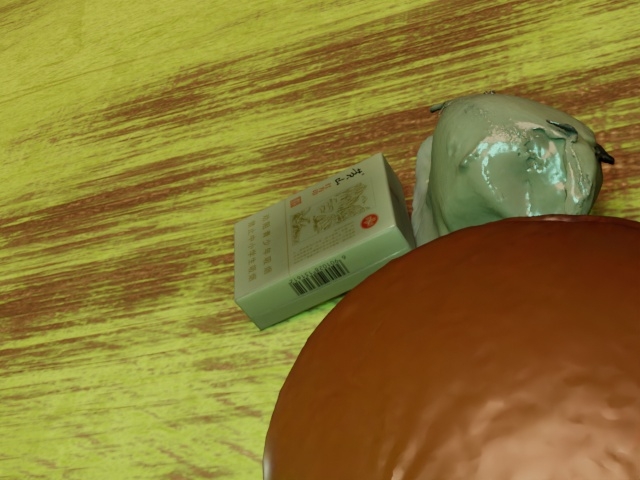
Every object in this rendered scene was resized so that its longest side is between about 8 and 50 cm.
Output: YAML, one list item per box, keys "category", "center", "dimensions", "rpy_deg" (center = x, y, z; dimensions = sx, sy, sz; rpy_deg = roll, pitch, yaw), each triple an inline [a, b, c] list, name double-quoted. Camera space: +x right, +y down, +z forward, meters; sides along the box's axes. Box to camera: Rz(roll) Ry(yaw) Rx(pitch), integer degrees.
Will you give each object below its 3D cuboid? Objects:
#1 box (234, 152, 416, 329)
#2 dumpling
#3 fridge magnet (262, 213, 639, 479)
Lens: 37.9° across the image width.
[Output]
- category: "box"
  center: [0.000, 0.000, 1.040]
  dimensions: [0.201, 0.058, 0.141]
  rpy_deg: [-27, 37, 15]
- category: "dumpling"
  center: [0.189, -0.047, 0.948]
  dimensions: [0.163, 0.204, 0.293]
  rpy_deg: [-6, 16, -21]
- category: "fridge magnet"
  center: [0.137, 0.128, 0.608]
  dimensions: [0.363, 0.155, 0.363]
  rpy_deg: [-13, 45, 13]
